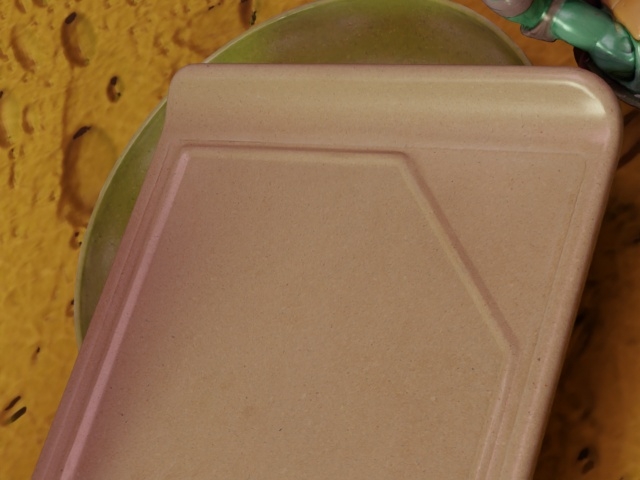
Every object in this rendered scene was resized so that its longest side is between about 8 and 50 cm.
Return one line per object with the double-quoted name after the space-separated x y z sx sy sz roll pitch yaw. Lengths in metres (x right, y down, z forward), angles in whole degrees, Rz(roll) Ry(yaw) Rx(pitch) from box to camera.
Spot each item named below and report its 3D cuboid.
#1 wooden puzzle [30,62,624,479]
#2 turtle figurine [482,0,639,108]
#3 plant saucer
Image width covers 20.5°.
-0.001 0.044 0.708 0.221 0.044 0.239 4 70 34 "wooden puzzle"
0.132 -0.112 0.707 0.175 0.118 0.234 -11 36 -9 "turtle figurine"
0.000 0.000 0.781 0.241 0.037 0.241 -16 55 24 "plant saucer"
